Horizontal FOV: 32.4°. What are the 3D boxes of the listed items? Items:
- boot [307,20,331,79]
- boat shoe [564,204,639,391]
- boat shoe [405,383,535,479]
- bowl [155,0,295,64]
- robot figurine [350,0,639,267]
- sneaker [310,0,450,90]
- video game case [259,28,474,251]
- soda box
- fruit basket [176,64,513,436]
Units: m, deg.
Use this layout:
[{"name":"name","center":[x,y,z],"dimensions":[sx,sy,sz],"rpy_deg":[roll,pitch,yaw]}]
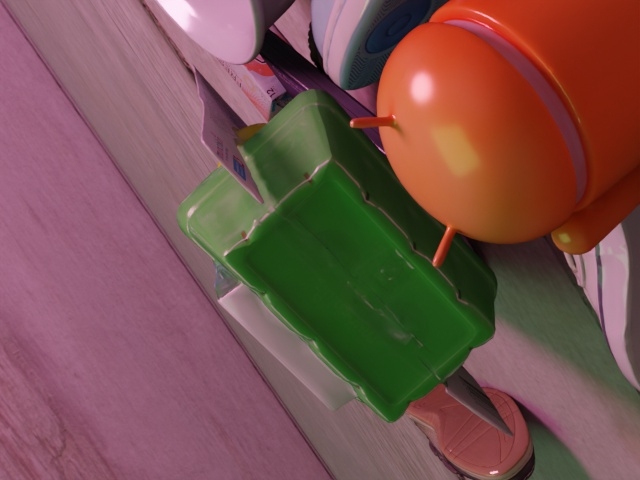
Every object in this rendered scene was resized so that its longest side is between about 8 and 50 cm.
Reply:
[{"name":"boot","center":[0.082,-0.138,0.873],"dimensions":[0.208,0.076,0.190],"rpy_deg":[40,163,20]},{"name":"boat shoe","center":[0.197,-0.013,0.736],"dimensions":[0.088,0.096,0.267],"rpy_deg":[35,156,59]},{"name":"boat shoe","center":[0.184,0.234,1.311],"dimensions":[0.092,0.103,0.285],"rpy_deg":[53,169,-17]},{"name":"bowl","center":[-0.090,-0.301,0.880],"dimensions":[0.298,0.134,0.298],"rpy_deg":[48,164,19]},{"name":"robot figurine","center":[0.119,-0.086,0.564],"dimensions":[0.128,0.219,0.158],"rpy_deg":[45,163,27]},{"name":"sneaker","center":[0.018,-0.252,0.661],"dimensions":[0.208,0.127,0.319],"rpy_deg":[49,148,18]},{"name":"video game case","center":[0.053,-0.070,1.037],"dimensions":[0.196,0.026,0.274],"rpy_deg":[44,176,33]},{"name":"soda box","center":[-0.087,-0.220,1.192],"dimensions":[0.183,0.058,0.063],"rpy_deg":[51,165,9]},{"name":"fruit basket","center":[0.000,0.000,0.931],"dimensions":[0.327,0.165,0.353],"rpy_deg":[46,180,-19]}]
